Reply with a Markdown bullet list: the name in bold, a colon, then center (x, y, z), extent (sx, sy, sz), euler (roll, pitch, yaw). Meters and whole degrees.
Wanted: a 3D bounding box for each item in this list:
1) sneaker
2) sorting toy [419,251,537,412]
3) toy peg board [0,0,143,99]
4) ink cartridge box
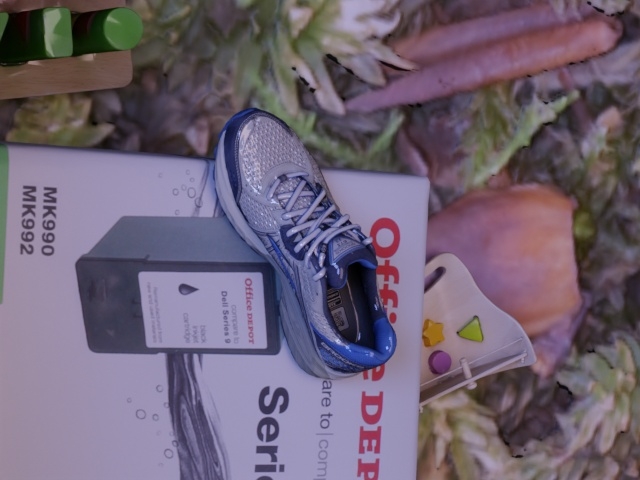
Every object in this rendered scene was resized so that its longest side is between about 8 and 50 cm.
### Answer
- **sneaker**: center (0.000, 0.000, 0.885), extent (0.052, 0.058, 0.135), euler (-32, 104, -26)
- **sorting toy**: center (0.064, 0.049, 1.072), extent (0.083, 0.045, 0.075), euler (-23, 96, -25)
- **toy peg board**: center (-0.159, -0.145, 0.916), extent (0.161, 0.079, 0.160), euler (-8, 97, -28)
- **ink cartridge box**: center (-0.099, 0.060, 0.936), extent (0.289, 0.121, 0.211), euler (2, 91, -28)
